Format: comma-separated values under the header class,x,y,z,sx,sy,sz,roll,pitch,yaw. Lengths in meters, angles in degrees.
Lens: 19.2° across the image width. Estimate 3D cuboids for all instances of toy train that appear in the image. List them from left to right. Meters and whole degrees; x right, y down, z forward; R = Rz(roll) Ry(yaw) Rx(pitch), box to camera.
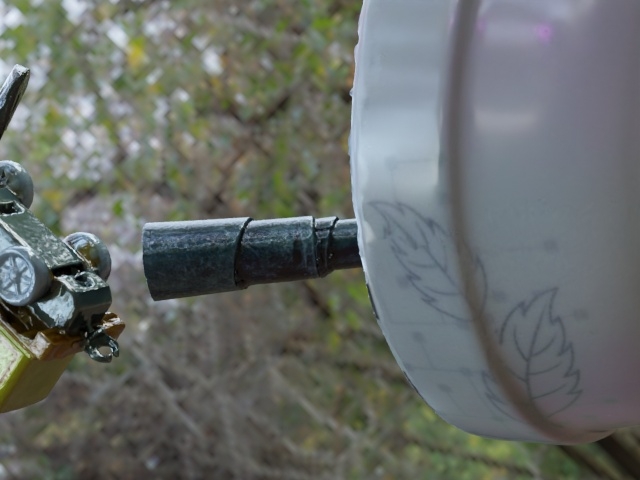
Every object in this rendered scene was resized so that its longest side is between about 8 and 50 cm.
class,x,y,z,sx,sy,sz,roll,pitch,yaw
toy train,-0.227,0.027,1.296,0.127,0.219,0.089,-56,-19,23

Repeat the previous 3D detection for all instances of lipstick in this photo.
class,x,y,z,sx,sy,sz,roll,pitch,yaw
lipstick,0.000,0.000,1.267,0.234,0.053,0.053,-7,-18,5

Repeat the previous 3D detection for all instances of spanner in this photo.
class,x,y,z,sx,sy,sz,roll,pitch,yaw
spanner,-0.188,-0.012,0.966,0.208,0.012,0.046,-57,12,37

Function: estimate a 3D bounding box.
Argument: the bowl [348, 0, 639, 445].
class,x,y,z,sx,sy,sz,roll,pitch,yaw
bowl,0.146,-0.051,0.803,0.287,0.143,0.287,-8,-80,-55
